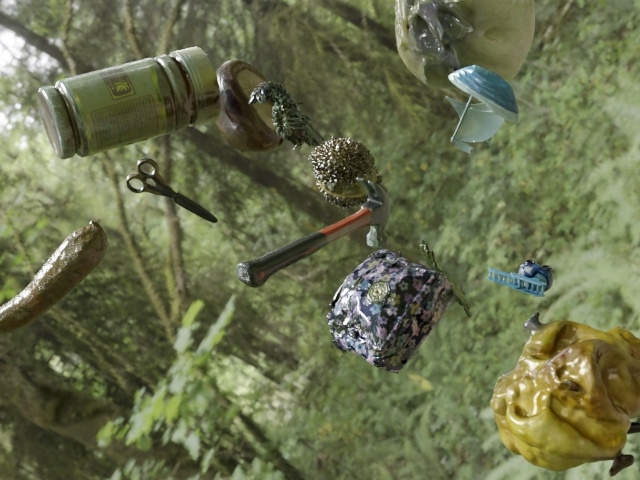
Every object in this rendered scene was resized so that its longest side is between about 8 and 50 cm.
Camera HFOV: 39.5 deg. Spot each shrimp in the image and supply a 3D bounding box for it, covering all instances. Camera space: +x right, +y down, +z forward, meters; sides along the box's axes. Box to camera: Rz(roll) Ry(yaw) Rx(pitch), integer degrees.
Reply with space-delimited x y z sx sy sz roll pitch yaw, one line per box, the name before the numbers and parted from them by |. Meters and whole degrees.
shrimp | -0.048 -0.209 1.464 0.174 0.082 0.076 46 -116 -52

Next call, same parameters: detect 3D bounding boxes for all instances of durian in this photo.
durian | 0.056 -0.171 2.219 0.167 0.196 0.196 -31 -16 -30

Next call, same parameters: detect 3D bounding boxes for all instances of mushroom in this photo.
mushroom | -0.170 -0.291 1.981 0.138 0.194 0.231 -45 37 32

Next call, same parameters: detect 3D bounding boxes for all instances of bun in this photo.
bun | 0.220 -0.371 1.478 0.168 0.273 0.273 -30 -19 -35

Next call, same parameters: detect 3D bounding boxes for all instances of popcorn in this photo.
popcorn | 0.434 0.251 1.526 0.297 0.281 0.316 -30 -14 -4

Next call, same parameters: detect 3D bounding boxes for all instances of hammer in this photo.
hammer | -0.001 0.000 1.172 0.287 0.033 0.111 -28 -53 -44

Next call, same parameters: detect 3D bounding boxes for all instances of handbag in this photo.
handbag | 0.120 0.120 1.671 0.207 0.127 0.229 22 69 46

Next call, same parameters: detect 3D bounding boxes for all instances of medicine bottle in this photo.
medicine bottle | -0.368 -0.266 1.728 0.322 0.151 0.151 -20 -19 -24

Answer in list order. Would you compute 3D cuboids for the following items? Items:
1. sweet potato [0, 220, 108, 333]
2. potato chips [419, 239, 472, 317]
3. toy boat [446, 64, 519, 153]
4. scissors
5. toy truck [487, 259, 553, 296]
sweet potato | -0.468 0.078 1.534 0.273 0.075 0.075 -43 1 4
potato chips | 0.255 0.073 1.824 0.028 0.207 0.092 -37 34 4
toy boat | 0.216 -0.164 1.192 0.034 0.105 0.149 -44 -37 -35
scissors | -0.319 -0.097 1.960 0.088 0.220 0.017 -50 21 18
toy truck | 0.445 0.079 1.978 0.074 0.136 0.063 -35 -47 -46
